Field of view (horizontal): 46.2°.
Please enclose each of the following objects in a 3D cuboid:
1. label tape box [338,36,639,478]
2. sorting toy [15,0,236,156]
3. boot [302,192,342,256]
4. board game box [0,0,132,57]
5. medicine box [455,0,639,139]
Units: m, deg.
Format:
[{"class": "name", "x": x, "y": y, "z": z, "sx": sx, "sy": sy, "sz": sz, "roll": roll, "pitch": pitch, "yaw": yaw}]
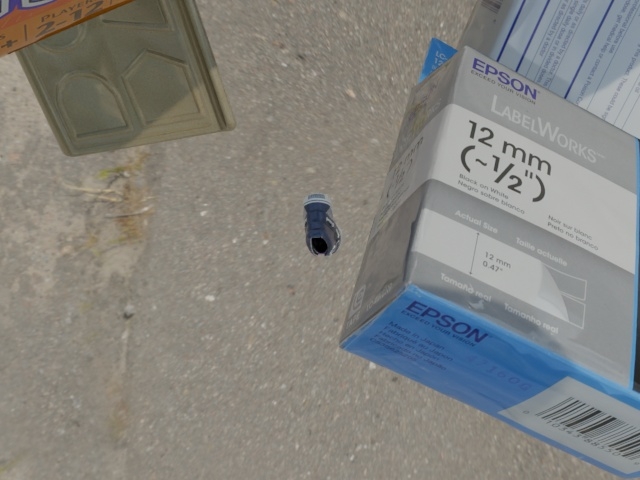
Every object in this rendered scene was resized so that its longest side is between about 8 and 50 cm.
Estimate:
[{"class": "label tape box", "x": 0.184, "y": -0.029, "z": 0.594, "sx": 0.249, "sy": 0.115, "sz": 0.348, "roll": 25, "pitch": 56, "yaw": -9}, {"class": "sorting toy", "x": -0.223, "y": -0.236, "z": 0.739, "sx": 0.229, "sy": 0.041, "sz": 0.307, "roll": -4, "pitch": 122, "yaw": 21}, {"class": "boot", "x": 0.000, "y": 0.000, "z": 1.329, "sx": 0.069, "sy": 0.190, "sz": 0.086, "roll": -4, "pitch": 62, "yaw": 9}, {"class": "board game box", "x": -0.189, "y": -0.320, "z": 0.330, "sx": 0.356, "sy": 0.356, "sz": 0.357, "roll": -32, "pitch": 93, "yaw": -20}, {"class": "medicine box", "x": 0.335, "y": -0.250, "z": 0.819, "sx": 0.289, "sy": 0.149, "sz": 0.264, "roll": 18, "pitch": 112, "yaw": -9}]
